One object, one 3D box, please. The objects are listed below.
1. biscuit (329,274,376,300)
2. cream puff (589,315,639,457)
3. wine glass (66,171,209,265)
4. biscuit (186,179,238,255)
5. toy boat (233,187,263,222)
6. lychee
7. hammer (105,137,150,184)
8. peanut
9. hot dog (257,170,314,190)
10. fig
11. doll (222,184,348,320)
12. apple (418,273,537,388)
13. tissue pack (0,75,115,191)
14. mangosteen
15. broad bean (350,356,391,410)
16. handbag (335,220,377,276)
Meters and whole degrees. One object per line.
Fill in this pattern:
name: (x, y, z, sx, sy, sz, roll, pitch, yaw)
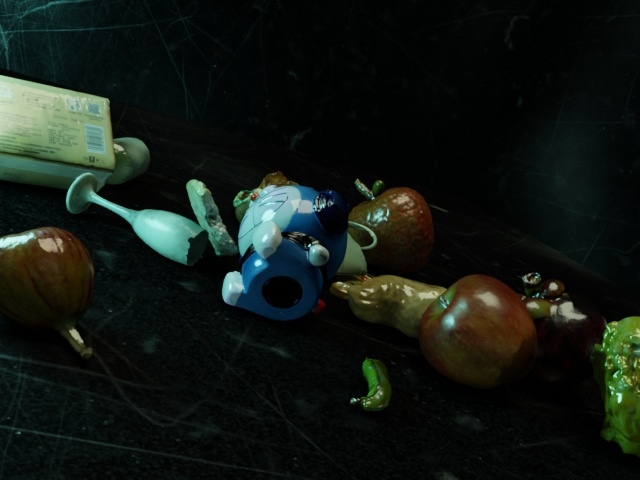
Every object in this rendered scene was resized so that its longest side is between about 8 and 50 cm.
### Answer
biscuit: (0.111, 0.115, 1.801, 0.158, 0.035, 0.240, 24, 15, 8)
cream puff: (0.609, 0.281, 1.428, 0.282, 0.281, 0.185, 8, -8, -39)
wine glass: (-0.351, -0.111, 1.620, 0.309, 0.264, 0.096, 23, -25, 15)
biscuit: (-0.238, -0.037, 1.611, 0.188, 0.040, 0.265, 54, -15, 25)
toy boat: (-0.194, -0.095, 2.066, 0.108, 0.099, 0.293, 19, 6, -3)
lychee: (0.193, -0.047, 2.085, 0.255, 0.300, 0.255, -16, -7, -2)
hammer: (-0.646, -0.243, 2.008, 0.336, 0.119, 0.206, 14, 12, 2)
peanut: (0.179, 0.142, 1.608, 0.253, 0.122, 0.137, 17, 22, -2)
hot dog: (-0.100, -0.146, 2.344, 0.175, 0.114, 0.259, 23, 15, 8)
fig: (-0.396, 0.067, 1.084, 0.202, 0.148, 0.149, 51, 46, -17)
doll: (-0.063, 0.016, 1.513, 0.240, 0.284, 0.310, 41, 25, -21)
apple: (0.314, 0.188, 1.450, 0.230, 0.230, 0.230, 19, 14, -5)
tissue pack: (-0.673, -0.231, 1.746, 0.305, 0.238, 0.238, 7, 19, -41)
mangosteen: (0.491, 0.186, 1.590, 0.265, 0.228, 0.228, 62, 7, -12)
broad bean: (0.093, 0.243, 1.255, 0.061, 0.046, 0.195, 24, 16, 5)
handbag: (0.000, 0.000, 1.820, 0.315, 0.109, 0.241, 4, 44, -38)
